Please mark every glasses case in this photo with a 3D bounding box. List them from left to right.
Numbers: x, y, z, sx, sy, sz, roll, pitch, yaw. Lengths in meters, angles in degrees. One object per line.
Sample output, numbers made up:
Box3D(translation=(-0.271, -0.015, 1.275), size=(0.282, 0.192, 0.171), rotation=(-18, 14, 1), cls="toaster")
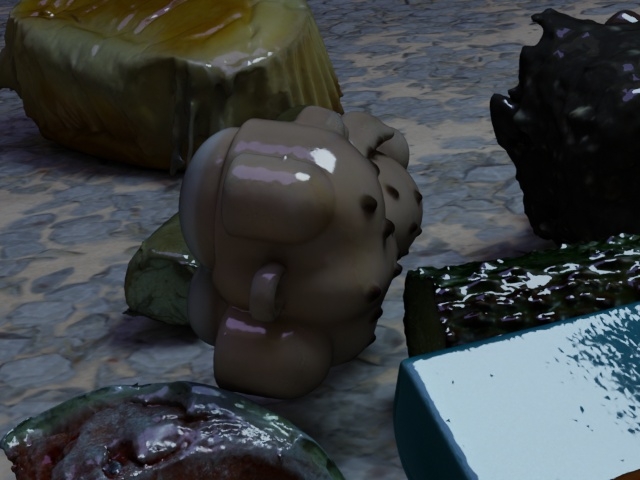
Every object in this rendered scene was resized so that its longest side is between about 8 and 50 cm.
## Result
Box3D(translation=(0.194, 0.086, 0.672), size=(0.301, 0.070, 0.117), rotation=(-11, 45, -18), cls="glasses case")

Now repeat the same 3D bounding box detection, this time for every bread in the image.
Box3D(translation=(-0.151, -0.171, 1.376), size=(0.389, 0.183, 0.236), rotation=(21, 48, 40), cls="bread")

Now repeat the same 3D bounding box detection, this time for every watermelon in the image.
Box3D(translation=(-0.084, 0.120, 0.674), size=(0.187, 0.071, 0.139), rotation=(0, 25, 14), cls="watermelon")

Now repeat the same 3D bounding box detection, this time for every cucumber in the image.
Box3D(translation=(0.227, 0.033, 0.787), size=(0.359, 0.096, 0.096), rotation=(-8, 20, -13), cls="cucumber")

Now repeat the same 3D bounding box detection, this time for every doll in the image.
Box3D(translation=(0.000, -0.002, 0.790), size=(0.119, 0.154, 0.278), rotation=(9, 7, 13), cls="doll")

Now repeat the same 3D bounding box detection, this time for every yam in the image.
Box3D(translation=(-0.055, -0.030, 1.059), size=(0.083, 0.083, 0.371), rotation=(0, 22, 17), cls="yam")

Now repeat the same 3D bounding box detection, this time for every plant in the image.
Box3D(translation=(0.227, -0.076, 0.961), size=(0.204, 0.178, 0.234), rotation=(-9, 26, -6), cls="plant")

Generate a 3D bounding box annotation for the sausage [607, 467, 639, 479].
Box3D(translation=(0.107, 0.157, 0.427), size=(0.133, 0.133, 0.258), rotation=(4, 23, 25), cls="sausage")
